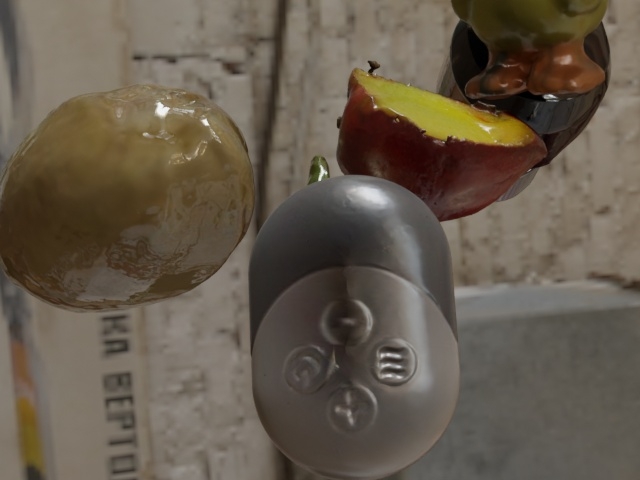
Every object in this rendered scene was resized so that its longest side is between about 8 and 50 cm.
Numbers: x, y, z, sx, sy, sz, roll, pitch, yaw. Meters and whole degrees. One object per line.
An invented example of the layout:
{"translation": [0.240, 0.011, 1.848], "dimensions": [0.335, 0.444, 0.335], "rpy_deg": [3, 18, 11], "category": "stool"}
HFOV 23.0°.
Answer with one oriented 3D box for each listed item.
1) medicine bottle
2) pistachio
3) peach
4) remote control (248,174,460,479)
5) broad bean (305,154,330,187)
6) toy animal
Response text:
{"translation": [0.280, -0.197, 2.359], "dimensions": [0.395, 0.242, 0.242], "rpy_deg": [109, -29, -64], "category": "medicine bottle"}
{"translation": [-0.163, -0.033, 1.278], "dimensions": [0.293, 0.162, 0.181], "rpy_deg": [-29, -73, 43], "category": "pistachio"}
{"translation": [0.147, -0.099, 1.992], "dimensions": [0.159, 0.267, 0.154], "rpy_deg": [-88, -164, -58], "category": "peach"}
{"translation": [0.034, 0.089, 1.666], "dimensions": [0.103, 0.221, 0.332], "rpy_deg": [68, 18, -72], "category": "remote control"}
{"translation": [0.000, 0.000, 2.570], "dimensions": [0.077, 0.061, 0.339], "rpy_deg": [-32, -127, 33], "category": "broad bean"}
{"translation": [0.285, -0.357, 2.061], "dimensions": [0.216, 0.191, 0.338], "rpy_deg": [2, -77, 41], "category": "toy animal"}
